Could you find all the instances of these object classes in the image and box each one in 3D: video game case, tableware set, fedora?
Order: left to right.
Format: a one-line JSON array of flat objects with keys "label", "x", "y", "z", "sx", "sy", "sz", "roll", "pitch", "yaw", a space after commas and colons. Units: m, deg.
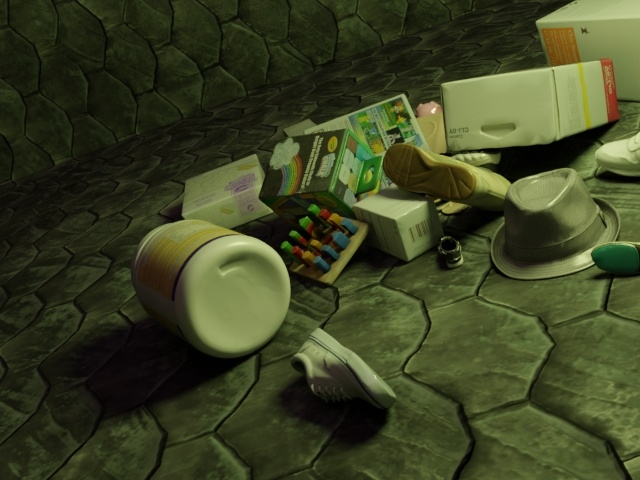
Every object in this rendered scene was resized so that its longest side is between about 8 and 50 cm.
[{"label": "video game case", "x": 0.128, "y": -0.229, "z": 2.149, "sx": 0.299, "sy": 0.036, "sz": 0.329, "roll": -20, "pitch": 48, "yaw": 4}, {"label": "tableware set", "x": 0.254, "y": -0.071, "z": 1.875, "sx": 0.141, "sy": 0.020, "sz": 0.168, "roll": -30, "pitch": 24, "yaw": -20}, {"label": "fedora", "x": 0.429, "y": -0.052, "z": 1.535, "sx": 0.243, "sy": 0.124, "sz": 0.275, "roll": -8, "pitch": 26, "yaw": 31}]

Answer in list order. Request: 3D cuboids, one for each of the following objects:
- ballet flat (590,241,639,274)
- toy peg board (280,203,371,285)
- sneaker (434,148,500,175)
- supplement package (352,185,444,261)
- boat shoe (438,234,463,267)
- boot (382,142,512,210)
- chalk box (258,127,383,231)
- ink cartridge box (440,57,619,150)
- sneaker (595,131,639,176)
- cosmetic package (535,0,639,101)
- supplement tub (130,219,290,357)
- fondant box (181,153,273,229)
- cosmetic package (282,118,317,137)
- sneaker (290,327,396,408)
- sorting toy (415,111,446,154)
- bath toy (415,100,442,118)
[{"label": "ballet flat", "x": 0.543, "y": 0.028, "z": 1.368, "sx": 0.168, "sy": 0.057, "sz": 0.052, "roll": -1, "pitch": 2, "yaw": 33}, {"label": "toy peg board", "x": 0.000, "y": 0.000, "z": 1.788, "sx": 0.161, "sy": 0.079, "sz": 0.160, "roll": -55, "pitch": 32, "yaw": -13}, {"label": "sneaker", "x": 0.299, "y": -0.154, "z": 1.907, "sx": 0.100, "sy": 0.108, "sz": 0.271, "roll": -16, "pitch": 12, "yaw": -43}, {"label": "supplement package", "x": 0.168, "y": -0.039, "z": 1.765, "sx": 0.105, "sy": 0.105, "sz": 0.179, "roll": -29, "pitch": 24, "yaw": -19}, {"label": "boat shoe", "x": 0.260, "y": 0.013, "z": 1.653, "sx": 0.046, "sy": 0.038, "sz": 0.125, "roll": -17, "pitch": 23, "yaw": 10}, {"label": "boot", "x": 0.280, "y": -0.133, "z": 1.759, "sx": 0.203, "sy": 0.095, "sz": 0.262, "roll": 8, "pitch": 10, "yaw": -45}, {"label": "chalk box", "x": 0.031, "y": -0.142, "z": 1.949, "sx": 0.289, "sy": 0.179, "sz": 0.180, "roll": -1, "pitch": 63, "yaw": 37}, {"label": "ink cartridge box", "x": 0.495, "y": -0.321, "z": 1.906, "sx": 0.279, "sy": 0.160, "sz": 0.384, "roll": -1, "pitch": 12, "yaw": 38}, {"label": "sneaker", "x": 0.700, "y": -0.214, "z": 1.629, "sx": 0.305, "sy": 0.152, "sz": 0.114, "roll": -6, "pitch": 29, "yaw": 36}, {"label": "cosmetic package", "x": 0.783, "y": -0.491, "z": 2.083, "sx": 0.161, "sy": 0.230, "sz": 0.453, "roll": -30, "pitch": 23, "yaw": -19}, {"label": "supplement tub", "x": -0.237, "y": 0.086, "z": 1.666, "sx": 0.241, "sy": 0.241, "sz": 0.331, "roll": -32, "pitch": 25, "yaw": -23}, {"label": "fondant box", "x": -0.274, "y": -0.131, "z": 2.386, "sx": 0.238, "sy": 0.096, "sz": 0.330, "roll": -21, "pitch": 23, "yaw": 1}, {"label": "cosmetic package", "x": -0.032, "y": -0.276, "z": 2.457, "sx": 0.107, "sy": 0.127, "sz": 0.238, "roll": -24, "pitch": 24, "yaw": -7}, {"label": "sneaker", "x": 0.033, "y": 0.228, "z": 1.330, "sx": 0.091, "sy": 0.094, "sz": 0.258, "roll": -48, "pitch": 25, "yaw": -8}, {"label": "sorting toy", "x": 0.244, "y": -0.248, "z": 2.185, "sx": 0.208, "sy": 0.038, "sz": 0.193, "roll": -5, "pitch": 55, "yaw": 30}, {"label": "bath toy", "x": 0.321, "y": -0.333, "z": 2.268, "sx": 0.348, "sy": 0.129, "sz": 0.151, "roll": -7, "pitch": 26, "yaw": 33}]
